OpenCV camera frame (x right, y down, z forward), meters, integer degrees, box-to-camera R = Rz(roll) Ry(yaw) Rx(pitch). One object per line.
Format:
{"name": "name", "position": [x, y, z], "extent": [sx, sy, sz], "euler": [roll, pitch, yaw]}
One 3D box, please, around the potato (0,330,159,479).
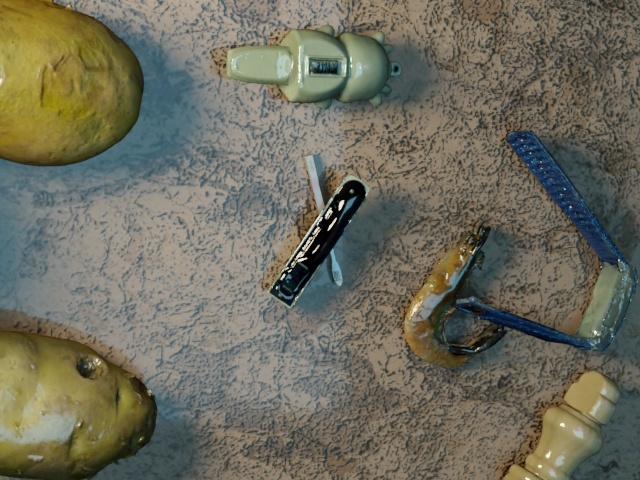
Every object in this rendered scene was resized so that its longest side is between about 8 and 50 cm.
{"name": "potato", "position": [-0.364, 0.223, 1.720], "extent": [0.296, 0.141, 0.192], "euler": [12, 79, -16]}

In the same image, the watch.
{"name": "watch", "position": [0.349, 0.013, 1.907], "extent": [0.274, 0.068, 0.276], "euler": [22, 84, -22]}

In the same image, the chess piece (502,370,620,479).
{"name": "chess piece", "position": [0.322, 0.370, 1.947], "extent": [0.117, 0.117, 0.397], "euler": [33, 87, -17]}

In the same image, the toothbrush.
{"name": "toothbrush", "position": [0.005, -0.028, 1.842], "extent": [0.014, 0.017, 0.194], "euler": [-14, 102, -1]}

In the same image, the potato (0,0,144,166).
{"name": "potato", "position": [-0.355, -0.199, 1.637], "extent": [0.266, 0.229, 0.229], "euler": [13, 95, -32]}

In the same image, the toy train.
{"name": "toy train", "position": [0.000, 0.000, 1.815], "extent": [0.043, 0.047, 0.207], "euler": [34, 100, 2]}

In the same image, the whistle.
{"name": "whistle", "position": [-0.005, -0.234, 1.764], "extent": [0.253, 0.106, 0.102], "euler": [-2, 69, -22]}

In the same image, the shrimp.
{"name": "shrimp", "position": [0.218, 0.087, 1.903], "extent": [0.152, 0.046, 0.219], "euler": [29, 89, -18]}
